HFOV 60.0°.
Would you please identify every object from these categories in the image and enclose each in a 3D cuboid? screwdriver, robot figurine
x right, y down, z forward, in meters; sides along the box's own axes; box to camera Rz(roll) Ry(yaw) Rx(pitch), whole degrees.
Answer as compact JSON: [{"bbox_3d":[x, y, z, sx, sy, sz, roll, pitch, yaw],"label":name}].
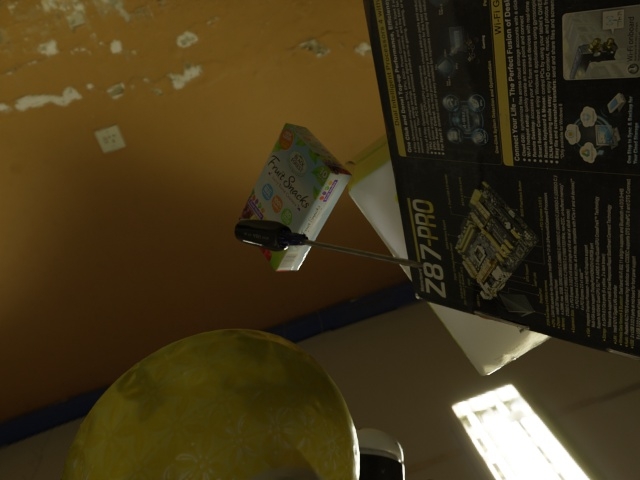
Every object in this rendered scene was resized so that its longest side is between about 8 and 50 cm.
[{"bbox_3d":[0.000,0.000,0.403,0.170,0.024,0.025,5,-108,37],"label":"screwdriver"},{"bbox_3d":[0.105,0.581,1.288,0.174,0.209,0.278,12,-126,-8],"label":"robot figurine"}]

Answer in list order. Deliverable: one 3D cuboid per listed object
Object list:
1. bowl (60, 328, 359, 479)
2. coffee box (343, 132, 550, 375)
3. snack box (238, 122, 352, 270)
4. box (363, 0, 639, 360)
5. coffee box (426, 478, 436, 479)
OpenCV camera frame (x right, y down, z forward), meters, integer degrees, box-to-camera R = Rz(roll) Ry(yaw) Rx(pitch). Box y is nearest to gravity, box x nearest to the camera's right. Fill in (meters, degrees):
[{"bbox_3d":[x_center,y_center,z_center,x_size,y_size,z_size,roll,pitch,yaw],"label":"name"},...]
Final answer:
[{"bbox_3d":[-0.068,0.238,0.497,0.290,0.289,0.156,-31,-156,-22],"label":"bowl"},{"bbox_3d":[0.264,-0.069,0.867,0.338,0.334,0.338,-35,-170,9],"label":"coffee box"},{"bbox_3d":[-0.034,-0.049,0.643,0.037,0.141,0.100,1,-140,-45],"label":"snack box"},{"bbox_3d":[0.190,-0.103,0.399,0.318,0.394,0.097,10,-146,42],"label":"box"},{"bbox_3d":[0.252,0.425,0.750,0.247,0.098,0.141,11,-122,4],"label":"coffee box"}]
